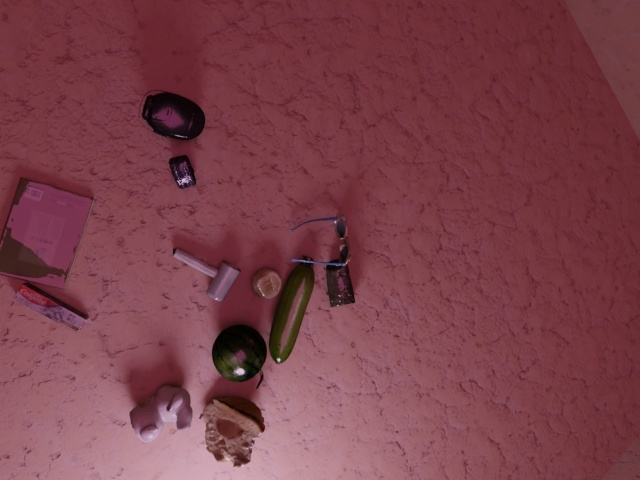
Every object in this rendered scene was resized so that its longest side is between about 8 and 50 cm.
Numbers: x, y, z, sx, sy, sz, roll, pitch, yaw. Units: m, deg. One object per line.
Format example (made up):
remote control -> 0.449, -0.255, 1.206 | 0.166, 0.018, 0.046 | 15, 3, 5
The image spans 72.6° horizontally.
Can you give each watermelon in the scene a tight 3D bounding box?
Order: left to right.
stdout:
watermelon -> -0.267, 0.393, 1.499 | 0.214, 0.188, 0.188 | 37, 83, 0

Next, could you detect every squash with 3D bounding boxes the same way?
squash -> -0.103, 0.247, 1.580 | 0.107, 0.107, 0.396 | 19, 84, -17

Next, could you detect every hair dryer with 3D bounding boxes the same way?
hair dryer -> -0.409, 0.101, 1.502 | 0.236, 0.073, 0.131 | 32, 86, -14

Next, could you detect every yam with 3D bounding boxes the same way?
yam -> 0.072, 0.167, 1.633 | 0.106, 0.107, 0.183 | -12, 96, -15

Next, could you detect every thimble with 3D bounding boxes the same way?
thimble -> -0.459, -0.230, 1.453 | 0.066, 0.095, 0.104 | -17, 134, -5

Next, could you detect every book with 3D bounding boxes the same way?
book -> -0.876, -0.018, 1.378 | 0.216, 0.021, 0.311 | 18, 89, -18

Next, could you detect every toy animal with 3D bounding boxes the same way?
toy animal -> -0.526, 0.576, 1.443 | 0.192, 0.178, 0.128 | -26, 103, -11

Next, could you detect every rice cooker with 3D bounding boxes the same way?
rice cooker -> -0.479, -0.402, 1.417 | 0.202, 0.118, 0.142 | 17, 90, -18

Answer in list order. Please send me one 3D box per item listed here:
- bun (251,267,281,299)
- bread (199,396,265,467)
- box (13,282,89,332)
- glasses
bun -> -0.197, 0.153, 1.567 | 0.115, 0.069, 0.115 | -10, 107, -35
bread -> -0.317, 0.648, 1.499 | 0.211, 0.224, 0.184 | 20, 82, -9
box -> -0.856, 0.214, 1.390 | 0.218, 0.039, 0.055 | 37, 85, -16
glasses -> -0.004, 0.011, 1.599 | 0.220, 0.088, 0.190 | -7, 70, -4
